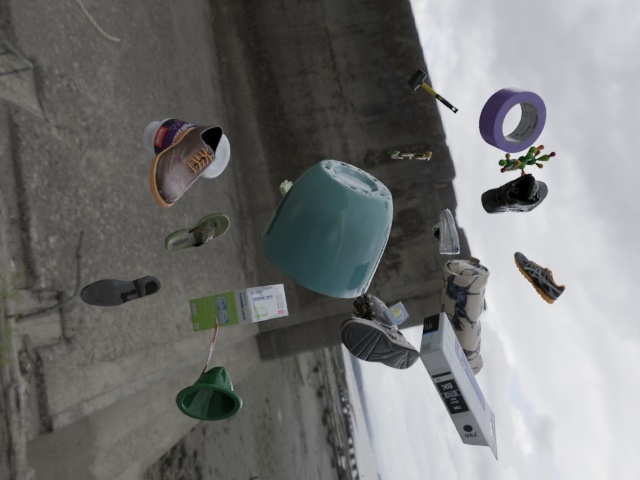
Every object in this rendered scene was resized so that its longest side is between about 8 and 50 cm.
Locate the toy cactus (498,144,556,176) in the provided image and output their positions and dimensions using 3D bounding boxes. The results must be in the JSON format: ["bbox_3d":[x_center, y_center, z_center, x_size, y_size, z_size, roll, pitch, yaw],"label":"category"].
[{"bbox_3d":[0.778,-0.296,2.007,0.180,0.219,0.112,148,-78,-78],"label":"toy cactus"}]

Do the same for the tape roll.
[{"bbox_3d":[0.588,-0.368,1.586,0.080,0.189,0.189,-128,-159,-57],"label":"tape roll"}]

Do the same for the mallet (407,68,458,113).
[{"bbox_3d":[0.376,-0.486,1.684,0.062,0.189,0.039,-58,178,12],"label":"mallet"}]

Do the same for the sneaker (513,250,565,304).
[{"bbox_3d":[0.763,0.118,1.812,0.215,0.083,0.084,53,26,18],"label":"sneaker"}]

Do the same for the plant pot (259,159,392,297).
[{"bbox_3d":[0.036,-0.047,1.223,0.293,0.293,0.235,-103,-144,-59],"label":"plant pot"}]

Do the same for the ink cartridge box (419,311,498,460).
[{"bbox_3d":[0.335,0.354,1.248,0.333,0.065,0.165,61,23,-13],"label":"ink cartridge box"}]

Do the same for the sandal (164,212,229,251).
[{"bbox_3d":[-0.534,-0.018,2.284,0.086,0.302,0.120,43,-24,50],"label":"sandal"}]

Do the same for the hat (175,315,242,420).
[{"bbox_3d":[-0.289,0.366,1.429,0.173,0.208,0.184,31,35,-26],"label":"hat"}]

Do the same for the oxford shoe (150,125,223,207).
[{"bbox_3d":[-0.402,-0.245,1.576,0.130,0.132,0.364,56,33,-36],"label":"oxford shoe"}]

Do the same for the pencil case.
[{"bbox_3d":[0.512,0.270,1.853,0.183,0.159,0.410,-22,115,-57],"label":"pencil case"}]

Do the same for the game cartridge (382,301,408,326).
[{"bbox_3d":[0.223,0.218,1.523,0.017,0.083,0.056,-34,-99,48],"label":"game cartridge"}]

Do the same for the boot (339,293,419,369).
[{"bbox_3d":[0.184,0.319,1.951,0.377,0.138,0.284,26,21,-32],"label":"boot"}]

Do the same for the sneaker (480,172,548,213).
[{"bbox_3d":[0.538,-0.122,1.338,0.130,0.227,0.087,-19,-99,59],"label":"sneaker"}]

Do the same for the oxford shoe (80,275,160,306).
[{"bbox_3d":[-0.559,0.147,1.440,0.076,0.212,0.076,-25,-106,48],"label":"oxford shoe"}]

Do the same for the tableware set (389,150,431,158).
[{"bbox_3d":[0.334,-0.321,1.924,0.104,0.154,0.024,1,93,-80],"label":"tableware set"}]

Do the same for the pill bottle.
[{"bbox_3d":[-0.522,-0.364,1.995,0.181,0.322,0.182,-48,148,-43],"label":"pill bottle"}]

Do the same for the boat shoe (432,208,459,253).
[{"bbox_3d":[0.468,-0.038,1.973,0.258,0.084,0.095,-83,164,-60],"label":"boat shoe"}]

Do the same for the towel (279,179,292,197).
[{"bbox_3d":[-0.110,-0.161,2.008,0.148,0.027,0.110,60,22,-12],"label":"towel"}]

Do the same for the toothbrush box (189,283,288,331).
[{"bbox_3d":[-0.293,0.241,1.857,0.206,0.283,0.122,0,77,-58],"label":"toothbrush box"}]
